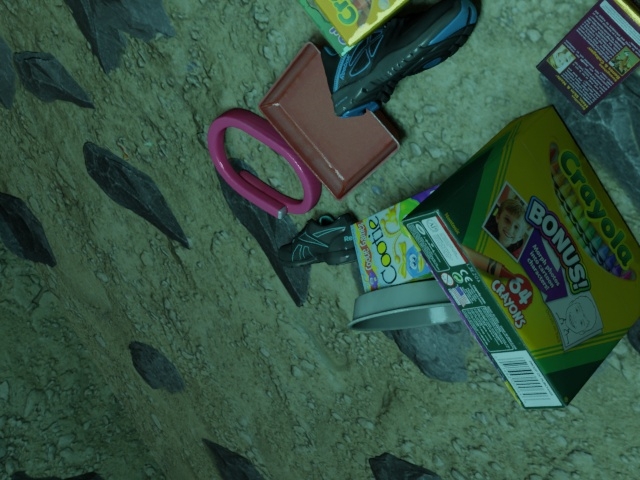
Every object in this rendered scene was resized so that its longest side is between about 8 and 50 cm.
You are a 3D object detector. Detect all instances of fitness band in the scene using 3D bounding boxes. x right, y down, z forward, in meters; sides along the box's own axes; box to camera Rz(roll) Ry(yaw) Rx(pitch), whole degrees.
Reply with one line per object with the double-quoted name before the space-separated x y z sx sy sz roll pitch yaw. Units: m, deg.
"fitness band" -0.124 -0.163 2.134 0.291 0.054 0.209 32 142 21

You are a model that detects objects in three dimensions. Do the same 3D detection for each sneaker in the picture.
"sneaker" 0.000 0.000 2.141 0.267 0.101 0.106 -7 97 50
"sneaker" 0.112 -0.327 1.648 0.341 0.125 0.139 -29 80 47

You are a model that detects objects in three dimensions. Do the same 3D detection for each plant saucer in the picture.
"plant saucer" 0.022 -0.230 1.910 0.258 0.048 0.259 49 147 0

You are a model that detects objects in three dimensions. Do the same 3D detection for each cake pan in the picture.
"cake pan" 0.192 0.123 1.890 0.293 0.293 0.054 -25 69 55

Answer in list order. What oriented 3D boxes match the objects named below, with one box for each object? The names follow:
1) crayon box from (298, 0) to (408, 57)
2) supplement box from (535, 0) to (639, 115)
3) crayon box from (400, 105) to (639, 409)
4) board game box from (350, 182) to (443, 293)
"crayon box" 0.073 -0.441 1.500 0.323 0.083 0.203 -36 95 31
"supplement box" 0.406 -0.277 1.401 0.104 0.081 0.188 46 146 4
"crayon box" 0.341 0.024 1.560 0.363 0.313 0.106 56 149 -10
"board game box" 0.198 -0.002 1.808 0.275 0.142 0.144 -26 74 55
